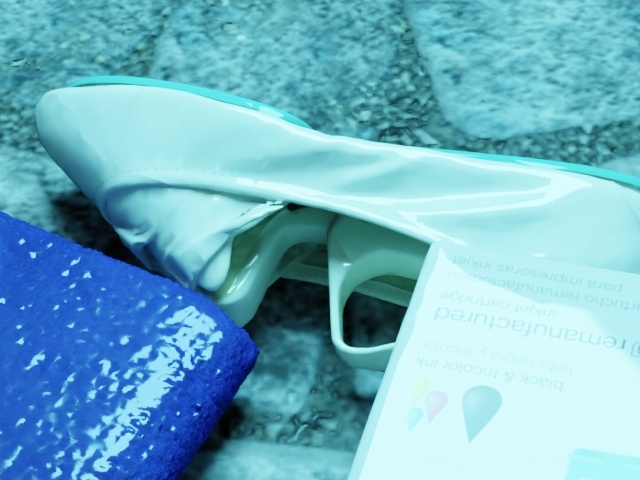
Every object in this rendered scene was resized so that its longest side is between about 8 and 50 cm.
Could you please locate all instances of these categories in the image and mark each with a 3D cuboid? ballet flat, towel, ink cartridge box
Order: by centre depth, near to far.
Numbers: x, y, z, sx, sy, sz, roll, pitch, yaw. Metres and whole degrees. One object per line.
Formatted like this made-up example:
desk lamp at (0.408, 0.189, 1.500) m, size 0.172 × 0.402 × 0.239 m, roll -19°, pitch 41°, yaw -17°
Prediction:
ink cartridge box at (0.106, 0.174, 0.587) m, size 0.198 × 0.197 × 0.270 m, roll 9°, pitch 48°, yaw 15°
towel at (-0.198, 0.126, 0.755) m, size 0.228 × 0.076 × 0.308 m, roll 22°, pitch 53°, yaw 20°
ballet flat at (0.000, 0.000, 0.830) m, size 0.400 × 0.139 × 0.139 m, roll 12°, pitch 48°, yaw 15°
